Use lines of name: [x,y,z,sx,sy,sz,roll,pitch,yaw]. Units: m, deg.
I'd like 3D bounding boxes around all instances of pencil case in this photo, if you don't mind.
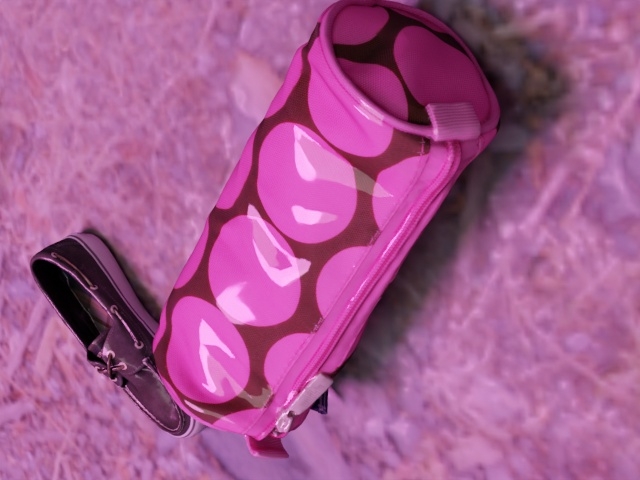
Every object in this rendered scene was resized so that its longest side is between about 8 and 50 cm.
pencil case: [0.000,0.000,0.465,0.209,0.095,0.098,-62,33,34]

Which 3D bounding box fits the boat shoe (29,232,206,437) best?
boat shoe: [-0.119,0.059,0.598,0.142,0.040,0.049,53,127,10]
